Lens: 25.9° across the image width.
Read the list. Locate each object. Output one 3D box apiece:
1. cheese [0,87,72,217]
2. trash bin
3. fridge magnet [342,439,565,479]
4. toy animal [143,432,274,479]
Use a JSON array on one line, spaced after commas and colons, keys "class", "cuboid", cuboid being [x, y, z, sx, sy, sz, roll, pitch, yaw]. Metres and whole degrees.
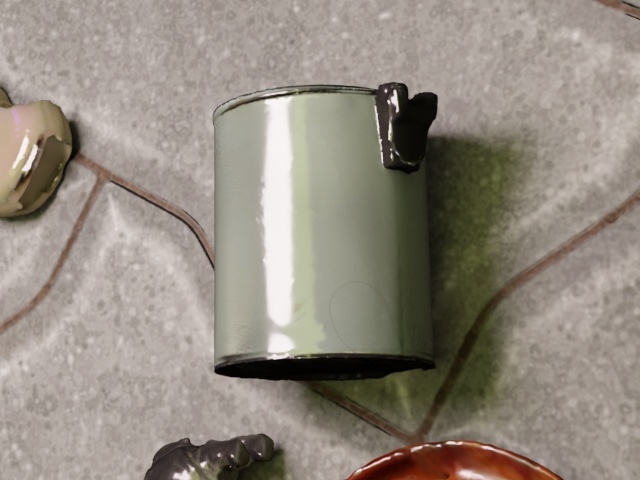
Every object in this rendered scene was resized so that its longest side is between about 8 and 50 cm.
[{"class": "cheese", "cuboid": [-0.427, -0.137, 1.675, 0.286, 0.082, 0.163, 31, 93, 26]}, {"class": "trash bin", "cuboid": [0.000, 0.000, 1.385, 0.277, 0.217, 0.262, -14, 73, 46]}, {"class": "fridge magnet", "cuboid": [0.121, 0.368, 1.296, 0.364, 0.155, 0.363, -4, 79, 23]}, {"class": "toy animal", "cuboid": [-0.110, 0.370, 1.427, 0.168, 0.106, 0.343, -3, 82, 27]}]
